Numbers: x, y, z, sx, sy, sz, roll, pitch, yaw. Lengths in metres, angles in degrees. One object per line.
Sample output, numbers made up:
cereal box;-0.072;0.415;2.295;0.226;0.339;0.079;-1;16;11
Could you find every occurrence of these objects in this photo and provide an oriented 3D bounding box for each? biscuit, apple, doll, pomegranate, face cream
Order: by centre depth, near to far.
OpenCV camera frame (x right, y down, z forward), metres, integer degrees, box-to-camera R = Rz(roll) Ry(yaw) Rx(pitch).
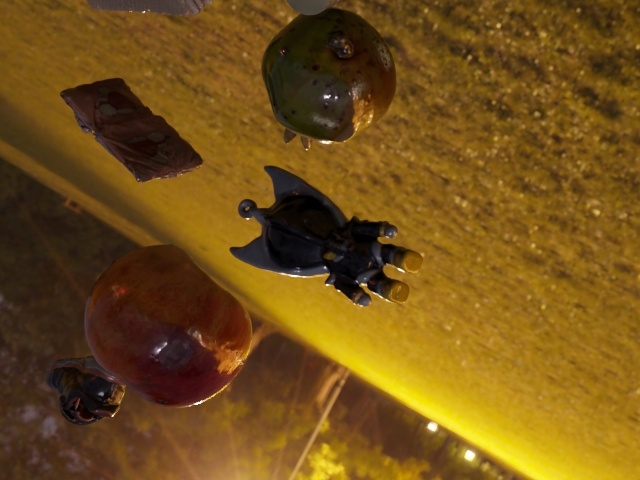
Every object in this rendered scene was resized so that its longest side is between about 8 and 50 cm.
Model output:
face cream;0.024;-0.368;1.203;0.070;0.114;0.224;29;-145;7
pomegranate;0.000;-0.217;1.306;0.198;0.246;0.198;21;-146;-15
doll;0.002;-0.004;1.328;0.316;0.146;0.103;24;-153;33
apple;-0.249;0.168;1.481;0.293;0.251;0.163;45;-177;-24
biscuit;-0.337;-0.474;1.589;0.426;0.078;0.144;22;151;49

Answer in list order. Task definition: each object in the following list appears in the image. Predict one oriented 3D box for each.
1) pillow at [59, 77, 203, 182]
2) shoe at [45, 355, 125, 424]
pillow;-0.317;-0.181;1.479;0.248;0.049;0.135;43;-140;23
shoe;-0.490;0.319;1.870;0.114;0.137;0.291;25;158;-34
